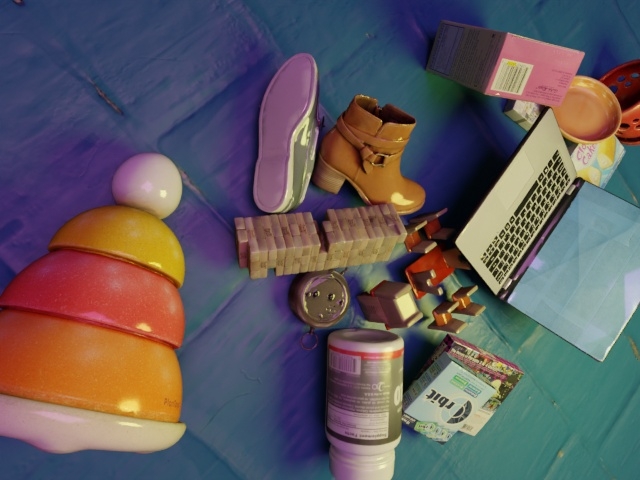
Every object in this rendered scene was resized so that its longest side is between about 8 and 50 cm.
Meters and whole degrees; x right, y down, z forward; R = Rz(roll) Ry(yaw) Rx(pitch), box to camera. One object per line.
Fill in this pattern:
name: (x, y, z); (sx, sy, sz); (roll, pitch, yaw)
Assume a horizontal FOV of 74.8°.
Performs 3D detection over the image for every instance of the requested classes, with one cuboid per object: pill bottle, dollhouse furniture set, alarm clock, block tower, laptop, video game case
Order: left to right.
alarm clock: (-0.004, 0.141, 0.900); (0.129, 0.064, 0.192); (14, 88, -21)
block tower: (0.000, 0.000, 0.853); (0.334, 0.097, 0.091); (-7, 54, -15)
pill bottle: (0.091, 0.340, 0.882); (0.161, 0.161, 0.284); (2, 90, -21)
dollhouse furniture set: (0.224, 0.094, 0.972); (0.259, 0.135, 0.262); (-30, 101, -30)
video game case: (0.338, 0.351, 1.003); (0.231, 0.042, 0.210); (26, 105, -19)
laptop: (0.569, -0.011, 0.943); (0.408, 0.236, 0.382); (41, 82, -37)

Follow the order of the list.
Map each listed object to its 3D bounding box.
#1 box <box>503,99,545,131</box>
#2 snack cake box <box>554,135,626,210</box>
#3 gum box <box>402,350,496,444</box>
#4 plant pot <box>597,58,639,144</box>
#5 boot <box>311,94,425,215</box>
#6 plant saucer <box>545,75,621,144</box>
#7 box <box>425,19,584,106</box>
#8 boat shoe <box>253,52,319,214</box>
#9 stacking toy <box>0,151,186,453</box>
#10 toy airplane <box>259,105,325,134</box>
box: (0.599, -0.366, 1.144); (0.186, 0.038, 0.145); (26, 81, -18)
snack cake box: (0.711, -0.200, 1.161); (0.152, 0.089, 0.264); (42, 76, -17)
gum box: (0.279, 0.360, 0.948); (0.156, 0.041, 0.184); (34, 101, -21)
plant pot: (0.879, -0.377, 1.179); (0.174, 0.191, 0.191); (30, 79, -28)
boot: (0.139, -0.172, 0.866); (0.283, 0.220, 0.109); (19, 49, -13)
plant saucer: (0.687, -0.341, 1.108); (0.199, 0.037, 0.200); (1, 74, -3)
box: (0.402, -0.402, 0.947); (0.213, 0.243, 0.118); (1, 122, -22)
boat shoe: (-0.057, -0.209, 0.853); (0.099, 0.116, 0.320); (10, 91, -62)
stacking toy: (-0.336, 0.069, 0.689); (0.350, 0.350, 0.481); (21, 64, -20)
toy airplane: (-0.061, -0.261, 0.892); (0.151, 0.028, 0.152); (-2, 97, -19)
